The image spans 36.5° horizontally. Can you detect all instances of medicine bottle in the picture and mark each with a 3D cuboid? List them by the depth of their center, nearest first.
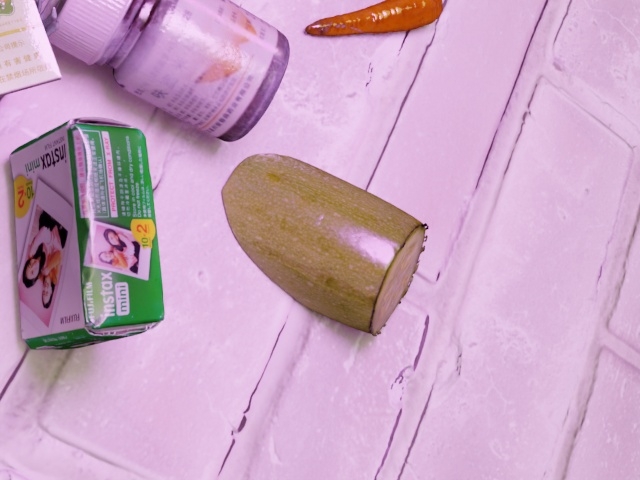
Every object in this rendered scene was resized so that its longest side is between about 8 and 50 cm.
[{"bbox_3d":[-0.189,-0.251,1.218,0.273,0.165,0.165,26,67,-24],"label":"medicine bottle"}]

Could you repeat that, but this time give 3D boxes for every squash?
[{"bbox_3d":[0.000,0.000,1.357,0.260,0.189,0.189,24,63,15],"label":"squash"}]

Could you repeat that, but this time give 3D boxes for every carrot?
[{"bbox_3d":[0.090,-0.336,1.466,0.257,0.061,0.061,-22,90,-29],"label":"carrot"}]

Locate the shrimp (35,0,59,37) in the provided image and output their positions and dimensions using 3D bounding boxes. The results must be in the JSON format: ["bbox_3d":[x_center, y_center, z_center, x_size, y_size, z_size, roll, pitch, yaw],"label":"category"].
[{"bbox_3d":[-0.411,-0.243,1.096,0.221,0.166,0.410,27,83,10],"label":"shrimp"}]

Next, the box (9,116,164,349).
[{"bbox_3d":[-0.272,-0.006,1.109,0.103,0.180,0.250,-3,82,-42],"label":"box"}]

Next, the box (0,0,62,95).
[{"bbox_3d":[-0.346,-0.239,1.029,0.090,0.024,0.167,-21,96,-19],"label":"box"}]
